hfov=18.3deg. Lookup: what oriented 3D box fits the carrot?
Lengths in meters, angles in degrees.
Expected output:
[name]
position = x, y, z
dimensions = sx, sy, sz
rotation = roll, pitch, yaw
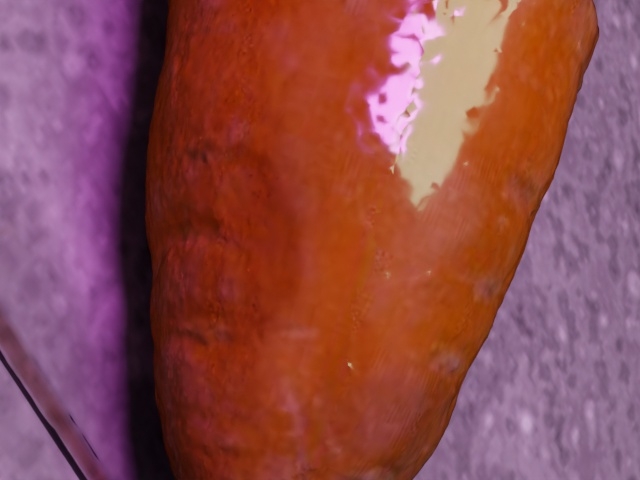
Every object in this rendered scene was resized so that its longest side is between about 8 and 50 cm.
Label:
[carrot]
position = 0.000, 0.000, 0.689
dimensions = 0.159, 0.159, 0.225
rotation = 24, 76, -43
